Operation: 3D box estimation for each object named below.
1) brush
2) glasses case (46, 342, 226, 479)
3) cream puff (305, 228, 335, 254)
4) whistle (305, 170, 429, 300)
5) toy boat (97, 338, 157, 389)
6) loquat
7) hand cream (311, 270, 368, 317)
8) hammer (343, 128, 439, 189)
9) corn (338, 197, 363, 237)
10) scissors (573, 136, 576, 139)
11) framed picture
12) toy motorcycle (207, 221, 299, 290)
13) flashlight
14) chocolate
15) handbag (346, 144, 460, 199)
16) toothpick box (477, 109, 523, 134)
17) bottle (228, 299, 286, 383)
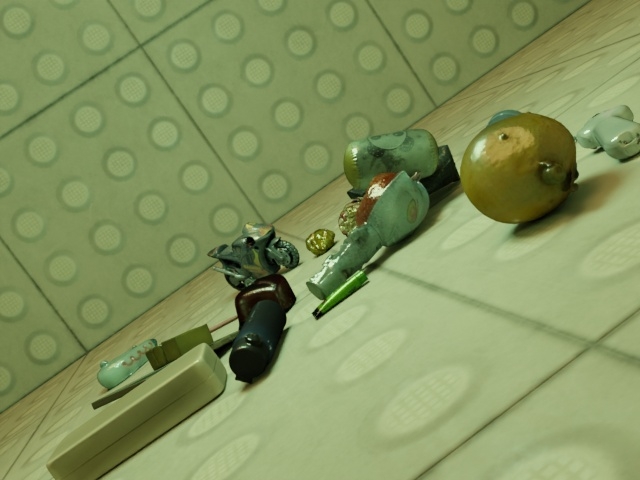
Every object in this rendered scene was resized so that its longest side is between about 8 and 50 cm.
[{"bbox_3d":[-0.254,0.205,1.659,0.103,0.047,0.233,-27,-4,36],"label":"brush"},{"bbox_3d":[-0.327,0.318,1.411,0.337,0.076,0.144,-34,8,1],"label":"glasses case"},{"bbox_3d":[0.000,0.000,2.036,0.083,0.058,0.083,-33,10,-1],"label":"cream puff"},{"bbox_3d":[0.099,-0.020,1.536,0.346,0.134,0.142,-47,-3,-22],"label":"whistle"},{"bbox_3d":[-0.562,0.344,2.237,0.134,0.078,0.208,-25,10,38],"label":"toy boat"},{"bbox_3d":[0.294,-0.102,1.125,0.172,0.149,0.204,-32,18,-10],"label":"loquat"},{"bbox_3d":[0.034,0.101,1.430,0.122,0.023,0.036,-39,12,-4],"label":"hand cream"},{"bbox_3d":[0.142,-0.187,1.734,0.202,0.113,0.305,-8,10,-3],"label":"hammer"},{"bbox_3d":[0.098,-0.059,1.914,0.092,0.092,0.280,-33,3,11],"label":"corn"},{"bbox_3d":[0.437,-0.166,1.395,0.058,0.014,0.119,-33,4,17],"label":"scissors"},{"bbox_3d":[-0.318,0.270,1.653,0.213,0.016,0.289,-28,-3,40],"label":"framed picture"},{"bbox_3d":[-0.188,0.040,2.164,0.307,0.173,0.108,-25,13,42],"label":"toy motorcycle"},{"bbox_3d":[0.454,-0.163,1.197,0.093,0.047,0.200,-33,11,15],"label":"flashlight"},{"bbox_3d":[-0.124,0.124,1.674,0.149,0.080,0.125,-28,8,-23],"label":"chocolate"},{"bbox_3d":[0.195,-0.139,1.786,0.175,0.088,0.270,-35,21,-31],"label":"handbag"},{"bbox_3d":[0.364,-0.194,1.550,0.101,0.101,0.153,-29,8,34],"label":"toothpick box"},{"bbox_3d":[-0.110,0.173,1.391,0.244,0.072,0.082,-69,-6,-75],"label":"bottle"}]
